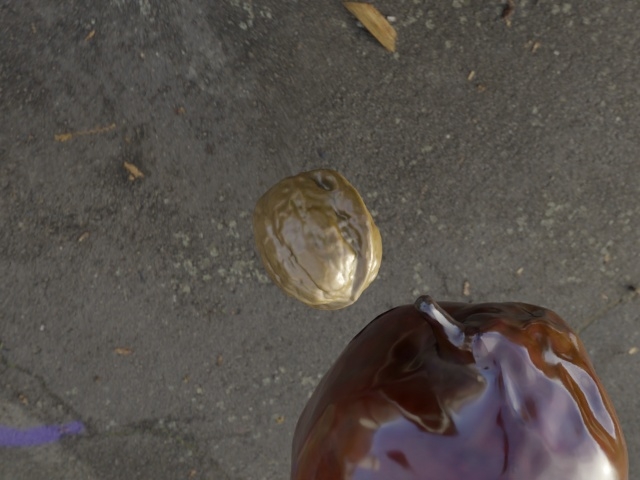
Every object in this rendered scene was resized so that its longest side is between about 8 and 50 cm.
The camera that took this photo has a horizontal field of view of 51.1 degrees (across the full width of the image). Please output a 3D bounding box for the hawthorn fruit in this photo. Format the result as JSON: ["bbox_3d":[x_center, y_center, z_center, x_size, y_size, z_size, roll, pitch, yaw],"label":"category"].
[{"bbox_3d":[0.077,0.125,0.402,0.208,0.208,0.248,-13,133,-9],"label":"hawthorn fruit"}]

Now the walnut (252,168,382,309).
[{"bbox_3d":[0.000,0.000,1.202,0.225,0.257,0.257,-10,126,-51],"label":"walnut"}]
